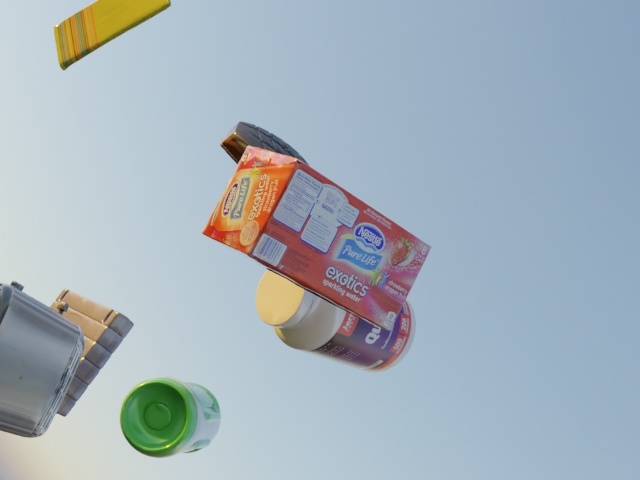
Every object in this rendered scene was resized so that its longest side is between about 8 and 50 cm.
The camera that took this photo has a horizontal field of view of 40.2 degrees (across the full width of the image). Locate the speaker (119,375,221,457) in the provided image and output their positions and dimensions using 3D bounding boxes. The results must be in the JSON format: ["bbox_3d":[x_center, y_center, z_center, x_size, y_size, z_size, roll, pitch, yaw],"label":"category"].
[{"bbox_3d":[-0.240,0.290,1.439,0.131,0.131,0.296,52,-6,10],"label":"speaker"}]

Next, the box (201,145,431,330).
[{"bbox_3d":[0.000,0.000,1.099,0.257,0.128,0.122,30,-5,-37],"label":"box"}]

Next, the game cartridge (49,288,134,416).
[{"bbox_3d":[-0.529,0.225,1.813,0.068,0.230,0.355,39,-15,-30],"label":"game cartridge"}]

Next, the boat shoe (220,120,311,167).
[{"bbox_3d":[-0.046,-0.056,1.461,0.324,0.120,0.122,42,23,-12],"label":"boat shoe"}]

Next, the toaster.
[{"bbox_3d":[-0.432,0.178,1.215,0.146,0.227,0.129,30,-16,-31],"label":"toaster"}]

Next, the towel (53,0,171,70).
[{"bbox_3d":[-0.367,-0.389,1.538,0.021,0.237,0.102,39,30,-58],"label":"towel"}]

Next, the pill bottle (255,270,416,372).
[{"bbox_3d":[0.030,0.142,1.699,0.323,0.181,0.181,24,5,-45],"label":"pill bottle"}]
